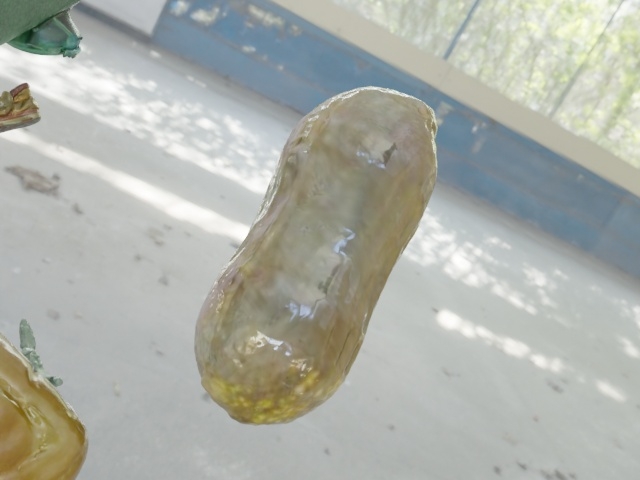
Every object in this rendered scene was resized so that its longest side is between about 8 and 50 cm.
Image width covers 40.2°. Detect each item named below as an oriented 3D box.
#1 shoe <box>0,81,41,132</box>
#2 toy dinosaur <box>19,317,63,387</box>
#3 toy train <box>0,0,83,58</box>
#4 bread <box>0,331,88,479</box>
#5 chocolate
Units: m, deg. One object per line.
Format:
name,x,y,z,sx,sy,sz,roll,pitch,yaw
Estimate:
shoe,-0.472,-0.194,1.289,0.109,0.069,0.072,-12,-3,-5
toy dinosaur,-0.475,0.328,1.477,0.092,0.392,0.205,-4,-2,-28
toy train,-0.301,-0.192,0.647,0.194,0.120,0.298,24,35,5
bread,-0.346,0.129,0.550,0.328,0.337,0.148,45,32,-2
chocolate,0.000,0.000,0.690,0.134,0.309,0.134,25,-23,11
